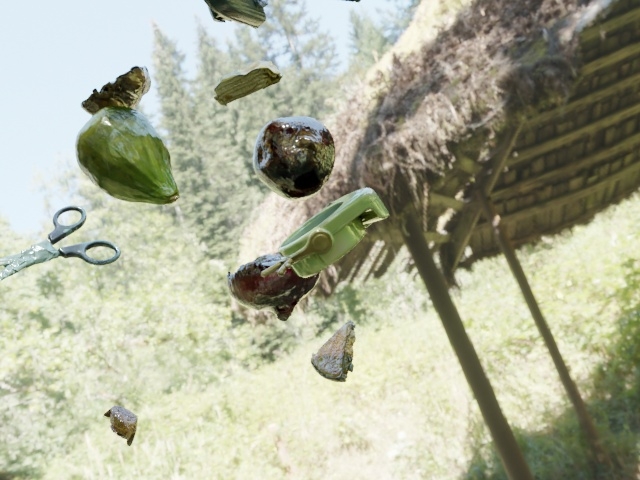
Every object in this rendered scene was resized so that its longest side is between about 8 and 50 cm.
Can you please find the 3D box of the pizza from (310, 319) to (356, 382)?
[{"bbox_3d":[0.060,0.338,1.931,0.052,0.195,0.185,35,-9,-38],"label":"pizza"}]

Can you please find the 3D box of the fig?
[{"bbox_3d":[-0.377,-0.154,1.254,0.167,0.233,0.167,-41,9,8],"label":"fig"}]

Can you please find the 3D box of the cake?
[{"bbox_3d":[-0.197,-0.428,1.631,0.185,0.116,0.079,-24,-48,5],"label":"cake"}]

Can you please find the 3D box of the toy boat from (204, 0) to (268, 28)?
[{"bbox_3d":[-0.290,-0.761,2.020,0.122,0.114,0.296,-21,-3,30],"label":"toy boat"}]

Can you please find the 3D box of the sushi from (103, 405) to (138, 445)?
[{"bbox_3d":[-0.386,0.361,1.228,0.050,0.047,0.099,16,10,-43],"label":"sushi"}]

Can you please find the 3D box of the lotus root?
[{"bbox_3d":[-0.443,-0.321,1.415,0.167,0.078,0.329,-29,17,1],"label":"lotus root"}]

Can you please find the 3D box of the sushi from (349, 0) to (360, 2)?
[{"bbox_3d":[0.058,-0.648,1.301,0.359,0.064,0.343,-15,-16,-43],"label":"sushi"}]

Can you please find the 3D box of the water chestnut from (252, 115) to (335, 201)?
[{"bbox_3d":[-0.070,-0.215,1.652,0.224,0.223,0.238,-19,-12,-3],"label":"water chestnut"}]

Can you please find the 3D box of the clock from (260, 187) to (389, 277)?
[{"bbox_3d":[0.000,0.000,1.495,0.308,0.096,0.235,-39,10,-22],"label":"clock"}]

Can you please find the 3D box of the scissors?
[{"bbox_3d":[-0.767,0.034,1.694,0.384,0.256,0.029,-26,-32,-37],"label":"scissors"}]

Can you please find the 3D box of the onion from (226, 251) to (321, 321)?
[{"bbox_3d":[-0.117,0.129,1.758,0.272,0.195,0.272,-14,0,0],"label":"onion"}]
